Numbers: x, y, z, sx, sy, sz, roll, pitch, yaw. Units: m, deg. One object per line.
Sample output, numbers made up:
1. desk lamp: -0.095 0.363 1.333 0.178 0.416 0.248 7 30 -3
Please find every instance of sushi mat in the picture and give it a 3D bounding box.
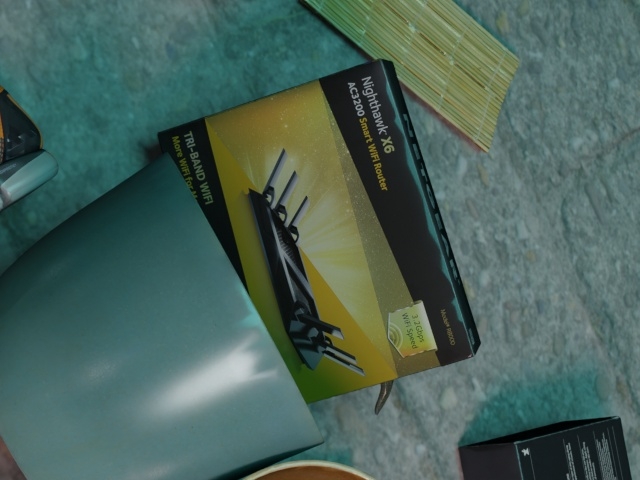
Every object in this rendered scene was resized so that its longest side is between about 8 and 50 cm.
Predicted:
1. sushi mat: 0.113 -0.253 1.682 0.316 0.019 0.151 37 62 -25

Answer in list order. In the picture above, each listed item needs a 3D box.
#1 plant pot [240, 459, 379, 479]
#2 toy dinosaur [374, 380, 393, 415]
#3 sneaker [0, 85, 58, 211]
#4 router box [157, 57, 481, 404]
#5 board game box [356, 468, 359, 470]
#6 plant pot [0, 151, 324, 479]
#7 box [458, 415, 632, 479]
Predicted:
1. plant pot: -0.046 0.320 1.273 0.237 0.254 0.237 3 80 -18
2. toy dinosaur: 0.022 0.031 1.513 0.160 0.121 0.313 6 81 -24
3. sneaker: -0.391 -0.060 1.214 0.180 0.124 0.321 57 43 -7
4. router box: 0.000 0.000 1.408 0.081 0.243 0.309 -23 95 -78
5. board game box: 0.000 0.375 1.450 0.124 0.039 0.259 -1 78 -36
6. plant pot: -0.168 0.106 1.229 0.235 0.293 0.293 -29 99 -6
7. box: 0.278 0.349 1.621 0.184 0.103 0.261 -5 84 -41
